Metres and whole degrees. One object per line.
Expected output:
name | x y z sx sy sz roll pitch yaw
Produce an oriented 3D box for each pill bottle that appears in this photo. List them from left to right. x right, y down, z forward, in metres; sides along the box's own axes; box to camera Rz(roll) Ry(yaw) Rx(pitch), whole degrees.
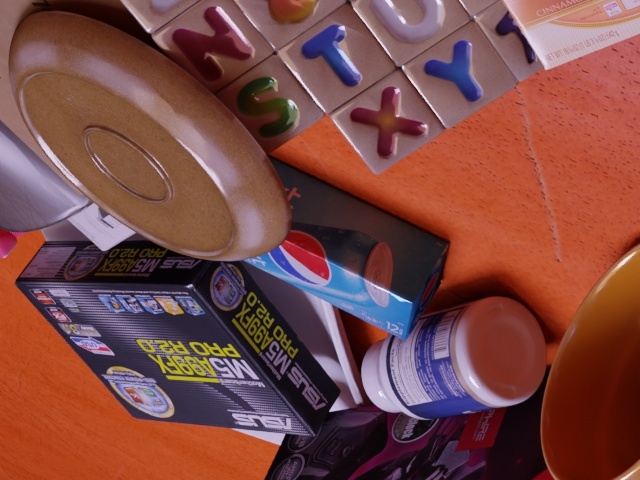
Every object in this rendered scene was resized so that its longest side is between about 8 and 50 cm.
pill bottle | 0.111 0.108 1.466 0.094 0.094 0.169 44 149 -17

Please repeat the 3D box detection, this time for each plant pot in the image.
plant pot | -0.126 -0.061 1.155 0.236 0.032 0.236 30 155 16
plant pot | 0.298 0.123 1.233 0.188 0.205 0.205 25 153 -18

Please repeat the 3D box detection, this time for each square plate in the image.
square plate | -0.101 0.084 1.681 0.347 0.049 0.344 15 146 29

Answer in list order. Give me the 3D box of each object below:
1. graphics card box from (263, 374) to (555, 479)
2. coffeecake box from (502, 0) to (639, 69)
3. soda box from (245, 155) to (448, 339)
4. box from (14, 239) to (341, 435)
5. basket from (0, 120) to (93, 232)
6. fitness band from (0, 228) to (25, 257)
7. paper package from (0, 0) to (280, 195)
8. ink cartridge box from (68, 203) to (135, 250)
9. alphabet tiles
graphics card box | 0.090 0.248 1.499 0.371 0.233 0.094 -15 127 41
coffeecake box | 0.151 -0.208 0.954 0.142 0.068 0.185 -20 124 29
soda box | 0.000 0.000 1.439 0.210 0.071 0.067 26 149 13
box | -0.141 0.093 1.623 0.270 0.060 0.216 0 136 43
basket | -0.285 -0.132 1.389 0.204 0.154 0.227 -15 139 35
fitness band | -0.411 -0.080 1.743 0.291 0.054 0.209 9 140 34
paper package | -0.173 -0.215 1.189 0.325 0.168 0.309 44 150 -23
ink cartridge box | -0.158 -0.057 1.480 0.056 0.099 0.135 43 148 -14
alphabet tiles | 0.007 -0.205 1.017 0.285 0.011 0.342 -32 117 15
